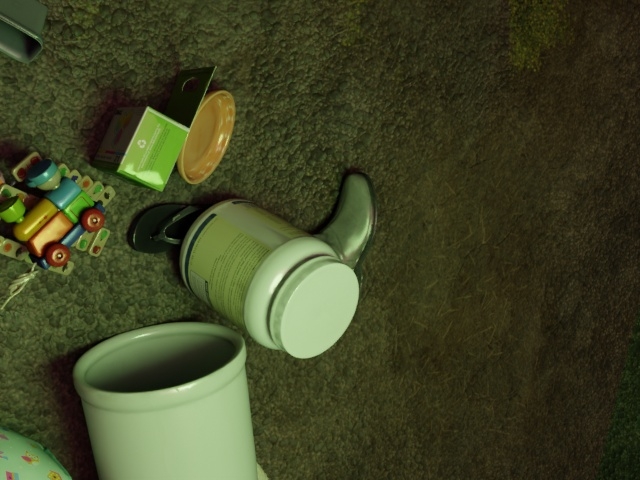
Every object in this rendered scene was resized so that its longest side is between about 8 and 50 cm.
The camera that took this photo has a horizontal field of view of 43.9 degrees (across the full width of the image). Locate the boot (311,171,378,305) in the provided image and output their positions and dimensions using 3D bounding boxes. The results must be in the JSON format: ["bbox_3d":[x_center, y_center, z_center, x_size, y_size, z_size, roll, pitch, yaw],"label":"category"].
[{"bbox_3d":[0.000,0.000,1.802,0.222,0.118,0.338,7,91,-27],"label":"boot"}]

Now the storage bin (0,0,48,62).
[{"bbox_3d":[-0.552,-0.392,1.401,0.135,0.098,0.091,29,56,-32],"label":"storage bin"}]

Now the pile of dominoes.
[{"bbox_3d":[-0.490,-0.042,1.465,0.251,0.040,0.196,32,83,-59],"label":"pile of dominoes"}]

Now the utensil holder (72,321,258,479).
[{"bbox_3d":[-0.289,0.398,1.576,0.327,0.327,0.386,-16,110,-29],"label":"utensil holder"}]

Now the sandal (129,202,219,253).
[{"bbox_3d":[-0.274,-0.035,1.654,0.254,0.054,0.097,-15,107,-29],"label":"sandal"}]

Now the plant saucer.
[{"bbox_3d":[-0.236,-0.212,1.598,0.200,0.037,0.200,-59,165,-27],"label":"plant saucer"}]

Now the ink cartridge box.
[{"bbox_3d":[-0.320,-0.233,1.511,0.097,0.188,0.255,25,84,-31],"label":"ink cartridge box"}]

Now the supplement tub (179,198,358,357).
[{"bbox_3d":[-0.105,0.073,1.593,0.235,0.324,0.235,-24,128,-35],"label":"supplement tub"}]

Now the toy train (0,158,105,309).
[{"bbox_3d":[-0.508,-0.014,1.377,0.248,0.105,0.143,-49,127,-21],"label":"toy train"}]

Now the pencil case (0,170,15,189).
[{"bbox_3d":[-0.677,-0.051,1.367,0.284,0.124,0.124,-44,118,-18],"label":"pencil case"}]

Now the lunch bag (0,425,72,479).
[{"bbox_3d":[-0.582,0.439,1.431,0.223,0.262,0.160,36,80,-32],"label":"lunch bag"}]

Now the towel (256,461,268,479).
[{"bbox_3d":[-0.205,0.668,1.837,0.282,0.049,0.187,-42,119,-19],"label":"towel"}]
